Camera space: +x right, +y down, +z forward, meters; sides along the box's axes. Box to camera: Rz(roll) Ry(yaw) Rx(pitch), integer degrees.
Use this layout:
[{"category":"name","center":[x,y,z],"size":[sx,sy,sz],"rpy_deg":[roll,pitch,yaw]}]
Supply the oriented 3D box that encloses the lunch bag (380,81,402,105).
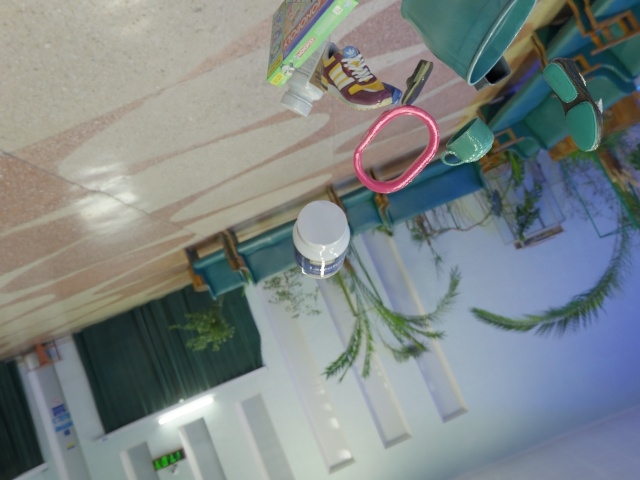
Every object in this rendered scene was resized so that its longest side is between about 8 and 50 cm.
[{"category":"lunch bag","center":[0.271,-0.569,1.785],"size":[0.065,0.098,0.067],"rpy_deg":[-3,123,-52]}]

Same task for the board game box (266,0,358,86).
[{"category":"board game box","center":[-0.024,-0.528,1.051],"size":[0.046,0.213,0.317],"rpy_deg":[16,155,-30]}]

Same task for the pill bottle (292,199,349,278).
[{"category":"pill bottle","center":[0.000,0.000,1.253],"size":[0.153,0.153,0.264],"rpy_deg":[-22,162,-9]}]

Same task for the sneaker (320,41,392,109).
[{"category":"sneaker","center":[0.057,-0.292,0.805],"size":[0.070,0.185,0.083],"rpy_deg":[-24,132,-27]}]

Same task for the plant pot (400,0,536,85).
[{"category":"plant pot","center":[0.349,-0.572,1.128],"size":[0.271,0.255,0.271],"rpy_deg":[-47,166,-15]}]

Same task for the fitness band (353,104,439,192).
[{"category":"fitness band","center":[0.229,-0.280,1.413],"size":[0.291,0.209,0.054],"rpy_deg":[-48,-164,25]}]

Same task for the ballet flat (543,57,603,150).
[{"category":"ballet flat","center":[0.729,-0.389,1.282],"size":[0.096,0.280,0.095],"rpy_deg":[-22,178,-23]}]

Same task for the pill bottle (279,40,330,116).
[{"category":"pill bottle","center":[-0.038,-0.530,1.496],"size":[0.229,0.131,0.131],"rpy_deg":[-63,164,8]}]

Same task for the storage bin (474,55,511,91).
[{"category":"storage bin","center":[0.473,-0.507,1.330],"size":[0.098,0.135,0.091],"rpy_deg":[-34,-179,-8]}]

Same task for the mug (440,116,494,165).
[{"category":"mug","center":[0.471,-0.303,1.455],"size":[0.158,0.097,0.129],"rpy_deg":[-41,-172,45]}]

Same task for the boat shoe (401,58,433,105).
[{"category":"boat shoe","center":[0.286,-0.479,1.396],"size":[0.152,0.049,0.056],"rpy_deg":[-57,156,3]}]
